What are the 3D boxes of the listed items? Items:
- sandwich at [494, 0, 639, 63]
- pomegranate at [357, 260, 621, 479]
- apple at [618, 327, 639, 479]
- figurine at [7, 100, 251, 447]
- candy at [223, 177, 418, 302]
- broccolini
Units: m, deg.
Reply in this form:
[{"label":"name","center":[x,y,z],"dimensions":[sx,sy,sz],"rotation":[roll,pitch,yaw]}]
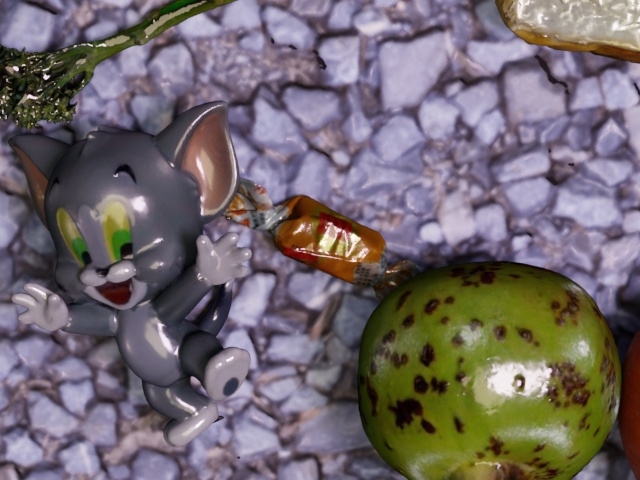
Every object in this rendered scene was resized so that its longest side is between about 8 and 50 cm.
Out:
[{"label":"sandwich","center":[0.256,-0.253,1.083],"dimensions":[0.226,0.087,0.251],"rotation":[11,103,7]},{"label":"pomegranate","center":[0.128,0.131,1.126],"dimensions":[0.211,0.263,0.211],"rotation":[0,145,0]},{"label":"apple","center":[0.366,0.137,1.152],"dimensions":[0.271,0.206,0.252],"rotation":[2,95,-5]},{"label":"figurine","center":[-0.119,0.028,1.140],"dimensions":[0.193,0.140,0.265],"rotation":[-15,120,26]},{"label":"candy","center":[0.000,0.000,1.180],"dimensions":[0.182,0.046,0.053],"rotation":[27,105,-11]},{"label":"broccolini","center":[-0.141,-0.155,1.130],"dimensions":[0.254,0.058,0.071],"rotation":[-22,139,8]}]
